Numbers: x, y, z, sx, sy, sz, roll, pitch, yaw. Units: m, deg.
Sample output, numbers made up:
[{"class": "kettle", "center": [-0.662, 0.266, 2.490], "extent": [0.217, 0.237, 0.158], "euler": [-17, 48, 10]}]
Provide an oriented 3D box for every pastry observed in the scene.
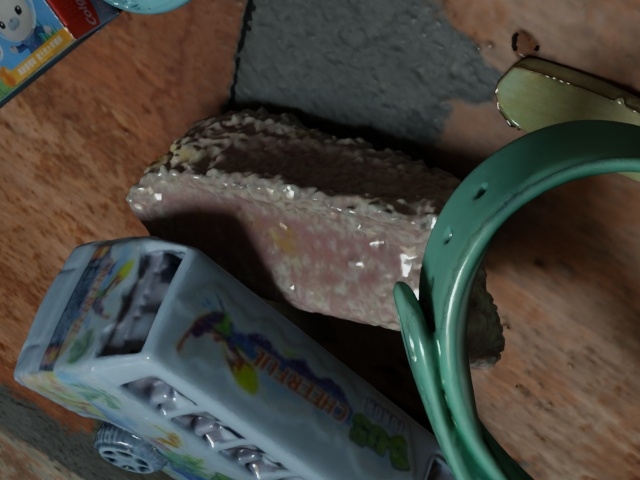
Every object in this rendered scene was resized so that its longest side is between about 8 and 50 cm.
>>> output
[{"class": "pastry", "center": [0.011, -0.007, 0.751], "extent": [0.265, 0.112, 0.103], "euler": [24, 141, 36]}]

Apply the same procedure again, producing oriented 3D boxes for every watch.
[{"class": "watch", "center": [0.141, 0.060, 0.615], "extent": [0.195, 0.068, 0.237], "euler": [-15, 117, -3]}]

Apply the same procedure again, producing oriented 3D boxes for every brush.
[{"class": "brush", "center": [0.236, -0.013, 0.629], "extent": [0.336, 0.020, 0.085], "euler": [27, 140, 17]}]

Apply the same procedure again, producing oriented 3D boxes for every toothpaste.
[{"class": "toothpaste", "center": [-0.212, -0.131, 0.858], "extent": [0.193, 0.044, 0.070], "euler": [-24, 105, 48]}]

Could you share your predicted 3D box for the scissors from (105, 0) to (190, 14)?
[{"class": "scissors", "center": [-0.195, -0.202, 0.746], "extent": [0.393, 0.032, 0.180], "euler": [-2, 104, 39]}]

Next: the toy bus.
[{"class": "toy bus", "center": [-0.025, 0.122, 0.825], "extent": [0.136, 0.109, 0.330], "euler": [-12, 139, 43]}]
